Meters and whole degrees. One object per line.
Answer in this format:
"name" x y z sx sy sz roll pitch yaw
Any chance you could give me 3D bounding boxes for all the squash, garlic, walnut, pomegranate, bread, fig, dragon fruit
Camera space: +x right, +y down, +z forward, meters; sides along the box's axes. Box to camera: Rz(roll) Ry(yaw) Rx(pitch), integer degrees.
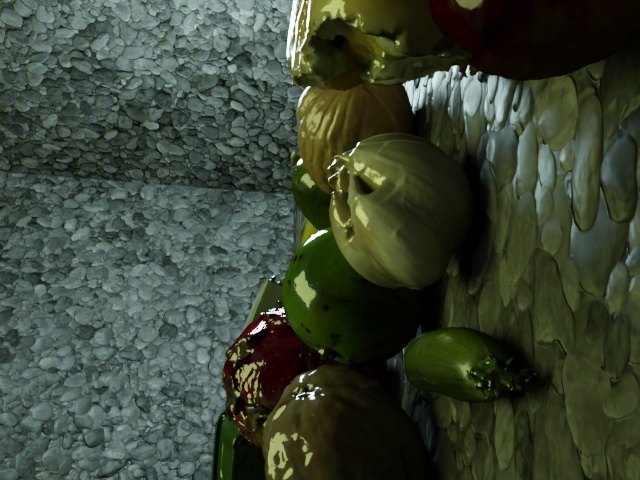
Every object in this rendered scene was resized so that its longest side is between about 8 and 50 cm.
"squash" 0.156 0.142 0.853 0.331 0.087 0.087 140 134 -81
"garlic" 0.104 -0.060 0.984 0.185 0.203 0.281 -39 19 30
"walnut" 0.036 0.323 1.111 0.273 0.227 0.273 58 177 5
"pomegranate" 0.071 0.055 1.180 0.302 0.236 0.236 -58 -11 -35
"bread" 0.113 -0.370 0.889 0.361 0.250 0.394 -150 68 -80
"walnut" 0.062 -0.195 1.343 0.261 0.225 0.225 95 175 -53
"fig" 0.177 -0.187 0.609 0.290 0.190 0.191 68 -159 -64
"dragon fruit" -0.026 0.261 1.406 0.329 0.329 0.329 -176 90 -84
"fig" 0.051 -0.071 1.604 0.206 0.206 0.275 -98 0 -62

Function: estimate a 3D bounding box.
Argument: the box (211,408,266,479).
"box" -0.122 0.598 2.032 0.178 0.328 0.253 -157 70 -74

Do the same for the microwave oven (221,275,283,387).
"microwave oven" -0.097 0.291 2.042 0.394 0.247 0.333 147 146 -83

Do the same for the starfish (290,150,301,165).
"starfish" 0.057 -0.165 1.781 0.358 0.078 0.347 62 -139 -44

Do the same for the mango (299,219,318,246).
"mango" 0.000 0.000 2.253 0.156 0.114 0.251 83 -159 -70
